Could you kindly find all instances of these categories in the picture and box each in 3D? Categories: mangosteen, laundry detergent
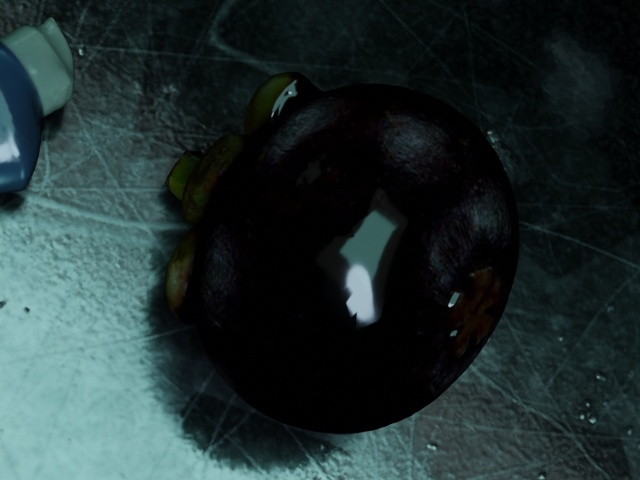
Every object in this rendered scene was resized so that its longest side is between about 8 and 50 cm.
[{"bbox_3d":[0.000,0.000,1.327,0.302,0.275,0.275,26,66,30],"label":"mangosteen"},{"bbox_3d":[-0.308,-0.075,1.329,0.290,0.094,0.143,-35,80,-20],"label":"laundry detergent"}]
